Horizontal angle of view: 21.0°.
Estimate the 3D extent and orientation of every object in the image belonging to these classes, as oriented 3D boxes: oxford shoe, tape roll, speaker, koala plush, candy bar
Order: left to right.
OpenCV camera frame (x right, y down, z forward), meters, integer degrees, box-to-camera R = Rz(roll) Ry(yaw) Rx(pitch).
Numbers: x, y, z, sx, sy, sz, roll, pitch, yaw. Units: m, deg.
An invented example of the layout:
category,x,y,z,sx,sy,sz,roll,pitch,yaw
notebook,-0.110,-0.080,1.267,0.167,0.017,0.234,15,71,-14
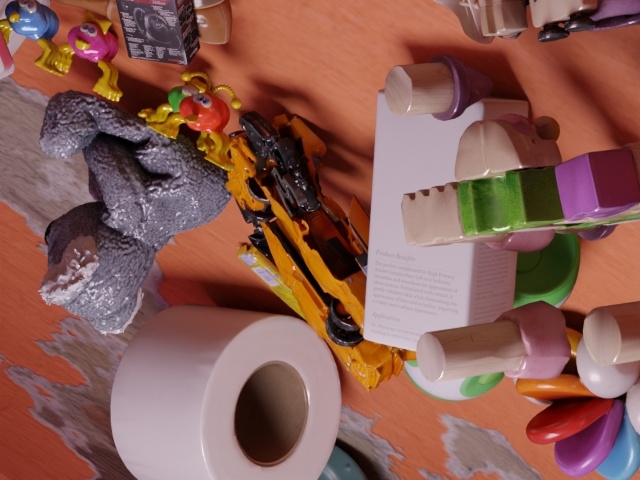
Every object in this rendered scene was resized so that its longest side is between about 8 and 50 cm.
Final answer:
category,x,y,z,sx,sy,sz,roll,pitch,yaw
koala plush,-0.219,-0.013,1.854,0.203,0.221,0.196,21,168,19
oxford shoe,-0.176,-0.220,1.631,0.212,0.076,0.076,15,134,31
tape roll,-0.116,0.205,2.141,0.169,0.246,0.246,5,144,42
candy bar,-0.038,0.059,2.057,0.161,0.018,0.040,44,148,-23
speaker,0.163,0.062,1.718,0.131,0.131,0.296,30,154,3

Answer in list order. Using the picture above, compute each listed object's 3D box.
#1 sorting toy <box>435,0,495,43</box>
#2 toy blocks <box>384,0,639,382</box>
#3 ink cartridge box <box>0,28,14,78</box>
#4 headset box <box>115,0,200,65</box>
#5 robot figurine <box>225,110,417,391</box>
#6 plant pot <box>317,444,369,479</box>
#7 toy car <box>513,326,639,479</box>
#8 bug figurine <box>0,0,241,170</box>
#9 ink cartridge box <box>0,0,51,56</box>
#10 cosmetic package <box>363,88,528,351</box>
category,x,y,z,sx,sy,sz,roll,pitch,yaw
sorting toy,0.109,-0.210,1.399,0.075,0.045,0.083,23,154,33
toy blocks,0.236,-0.052,1.354,0.260,0.309,0.288,-6,176,-30
ink cartridge box,-0.491,-0.289,1.623,0.384,0.160,0.279,29,147,42
headset box,-0.148,-0.203,1.559,0.062,0.032,0.083,9,133,20
robot figurine,0.000,0.000,1.733,0.291,0.085,0.211,56,159,18
plant pot,-0.045,0.407,2.399,0.293,0.293,0.235,27,138,8
toy car,0.278,0.176,1.785,0.182,0.136,0.159,40,153,-18
bug figurine,-0.188,-0.165,1.697,0.279,0.072,0.216,29,-177,3
ink cartridge box,-0.338,-0.255,1.743,0.092,0.090,0.143,25,153,12
cosmetic package,0.111,-0.017,1.536,0.117,0.231,0.085,11,-169,36
